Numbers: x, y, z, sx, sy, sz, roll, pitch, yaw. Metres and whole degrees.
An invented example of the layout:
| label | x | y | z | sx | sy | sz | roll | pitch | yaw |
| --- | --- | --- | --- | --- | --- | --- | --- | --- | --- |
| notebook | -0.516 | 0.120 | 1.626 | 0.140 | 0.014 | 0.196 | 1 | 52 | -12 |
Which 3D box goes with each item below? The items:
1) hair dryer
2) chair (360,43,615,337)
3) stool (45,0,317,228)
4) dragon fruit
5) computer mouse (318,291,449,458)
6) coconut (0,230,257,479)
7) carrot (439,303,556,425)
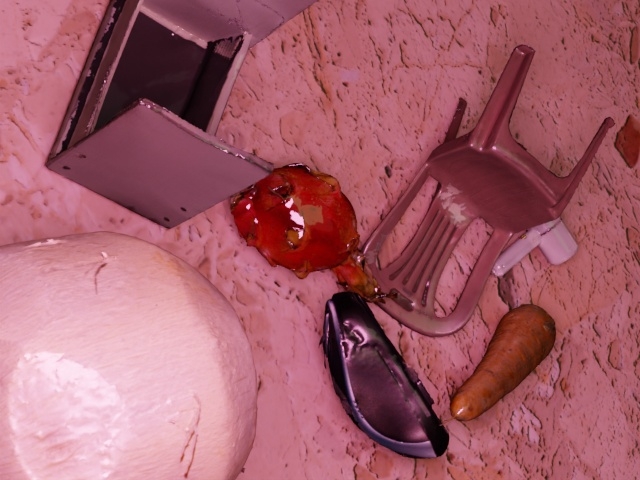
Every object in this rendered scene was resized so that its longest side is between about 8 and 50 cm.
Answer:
| label | x | y | z | sx | sy | sz | roll | pitch | yaw |
| --- | --- | --- | --- | --- | --- | --- | --- | --- | --- |
| hair dryer | 0.273 | 0.013 | 2.097 | 0.137 | 0.047 | 0.082 | -37 | 98 | -27 |
| chair | 0.200 | -0.053 | 1.986 | 0.176 | 0.183 | 0.326 | 37 | 61 | -17 |
| stool | -0.148 | -0.179 | 1.754 | 0.170 | 0.270 | 0.243 | 27 | 65 | -22 |
| dragon fruit | 0.000 | 0.000 | 1.898 | 0.246 | 0.125 | 0.125 | 46 | 49 | -23 |
| computer mouse | 0.064 | 0.170 | 1.880 | 0.096 | 0.137 | 0.233 | -35 | 102 | -3 |
| coconut | -0.265 | 0.163 | 1.561 | 0.360 | 0.346 | 0.346 | -9 | 82 | -34 |
| carrot | 0.216 | 0.163 | 1.949 | 0.078 | 0.078 | 0.298 | 59 | 35 | -5 |
